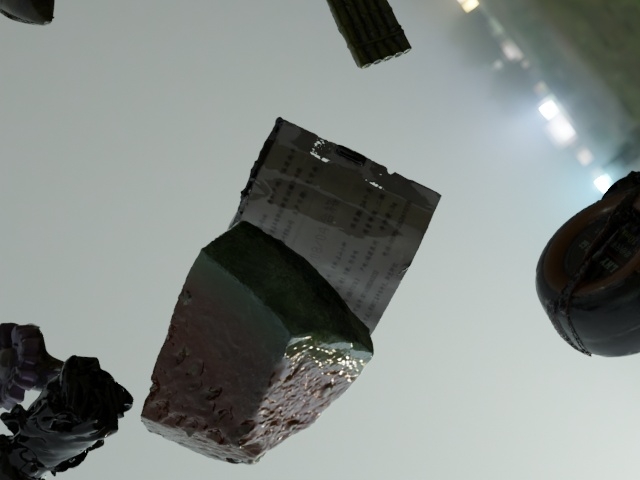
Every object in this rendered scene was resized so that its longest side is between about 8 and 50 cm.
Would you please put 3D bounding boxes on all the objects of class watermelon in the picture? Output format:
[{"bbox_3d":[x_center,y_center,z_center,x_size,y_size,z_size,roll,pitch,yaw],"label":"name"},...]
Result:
[{"bbox_3d":[-0.086,0.136,1.736,0.193,0.257,0.140,39,-155,4],"label":"watermelon"}]

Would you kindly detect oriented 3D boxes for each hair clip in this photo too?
[{"bbox_3d":[-0.371,0.146,2.003,0.084,0.292,0.106,18,-103,-49],"label":"hair clip"}]

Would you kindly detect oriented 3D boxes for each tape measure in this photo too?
[{"bbox_3d":[0.357,0.034,2.011,0.135,0.223,0.202,50,177,-31],"label":"tape measure"}]

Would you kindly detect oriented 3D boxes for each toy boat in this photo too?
[{"bbox_3d":[0.044,-0.235,1.795,0.115,0.063,0.016,64,161,13],"label":"toy boat"}]

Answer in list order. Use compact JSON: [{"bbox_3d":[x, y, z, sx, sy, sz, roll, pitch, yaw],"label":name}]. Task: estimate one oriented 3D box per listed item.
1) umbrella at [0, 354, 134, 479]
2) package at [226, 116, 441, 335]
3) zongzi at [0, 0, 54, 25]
[{"bbox_3d":[-0.313,0.229,1.809,0.122,0.272,0.110,19,-143,-46],"label":"umbrella"},{"bbox_3d":[0.000,0.000,1.927,0.204,0.251,0.062,25,-140,2],"label":"package"},{"bbox_3d":[-0.216,-0.248,1.473,0.241,0.111,0.247,40,-145,28],"label":"zongzi"}]
